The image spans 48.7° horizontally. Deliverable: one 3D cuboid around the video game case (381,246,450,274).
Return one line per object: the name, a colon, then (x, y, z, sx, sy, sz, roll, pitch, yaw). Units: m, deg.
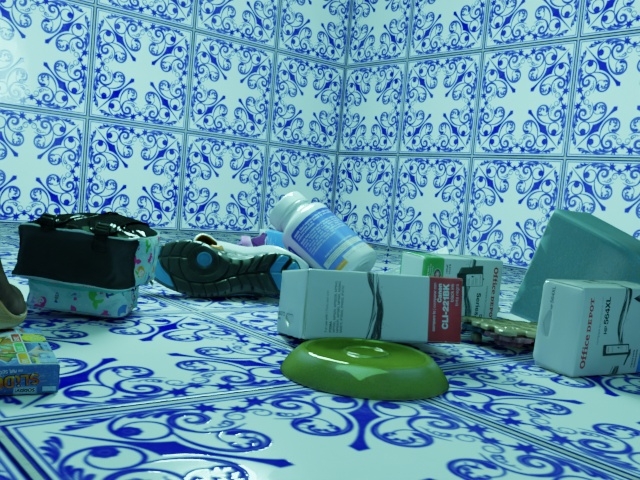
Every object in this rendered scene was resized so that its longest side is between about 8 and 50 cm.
video game case: (0.227, 0.086, 1.695, 0.190, 0.022, 0.173, -24, 16, 11)

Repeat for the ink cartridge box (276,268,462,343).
ink cartridge box: (0.077, 0.112, 1.215, 0.272, 0.114, 0.197, 3, -4, -16)

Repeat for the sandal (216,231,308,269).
sandal: (-0.150, 0.036, 1.861, 0.169, 0.102, 0.416, 41, -19, -32)

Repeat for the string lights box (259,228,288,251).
string lights box: (-0.095, 0.044, 2.016, 0.076, 0.134, 0.259, 3, 5, -29)

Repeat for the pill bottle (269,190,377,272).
pill bottle: (0.000, 0.000, 1.799, 0.272, 0.152, 0.152, 44, 19, 20)

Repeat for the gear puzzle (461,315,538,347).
gear puzzle: (0.439, 0.188, 1.347, 0.338, 0.044, 0.175, 7, 1, -20)

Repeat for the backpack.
backpack: (-0.409, 0.034, 1.287, 0.225, 0.191, 0.253, 8, 11, -1)

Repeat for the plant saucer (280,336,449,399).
plant saucer: (0.063, 0.174, 1.006, 0.240, 0.037, 0.241, 5, 4, 0)

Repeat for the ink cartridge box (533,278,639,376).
ink cartridge box: (0.466, 0.144, 1.181, 0.203, 0.148, 0.086, 2, 7, -30)

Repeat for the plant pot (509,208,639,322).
plant pot: (0.609, 0.095, 1.528, 0.252, 0.247, 0.247, 28, 16, 34)

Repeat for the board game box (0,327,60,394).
board game box: (-0.398, 0.142, 0.850, 0.136, 0.035, 0.201, 4, 4, -27)

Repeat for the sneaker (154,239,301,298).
sneaker: (-0.222, 0.083, 1.608, 0.340, 0.125, 0.139, 9, -15, -14)

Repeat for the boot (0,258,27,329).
boot: (-0.435, 0.012, 0.918, 0.090, 0.207, 0.248, 5, 3, -8)

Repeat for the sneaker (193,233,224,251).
sneaker: (-0.318, 0.040, 1.882, 0.105, 0.123, 0.290, 1, 4, -33)

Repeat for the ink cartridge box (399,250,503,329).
ink cartridge box: (0.268, 0.105, 1.463, 0.208, 0.153, 0.086, 2, 5, -29)

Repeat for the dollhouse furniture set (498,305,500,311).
dollhouse furniture set: (0.330, 0.158, 1.715, 0.144, 0.123, 0.151, 1, 40, -46)
